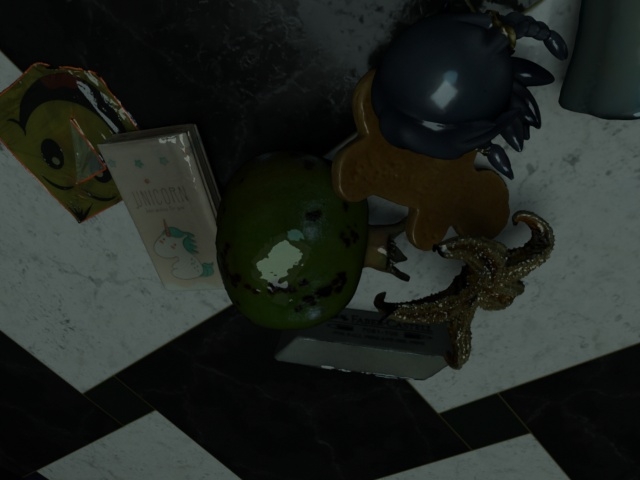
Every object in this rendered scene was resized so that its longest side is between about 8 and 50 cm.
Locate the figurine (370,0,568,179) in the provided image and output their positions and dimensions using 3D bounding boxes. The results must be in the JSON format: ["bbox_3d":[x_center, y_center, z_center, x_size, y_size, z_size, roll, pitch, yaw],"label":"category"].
[{"bbox_3d":[0.188,-0.195,0.632,0.175,0.265,0.197,29,136,36],"label":"figurine"}]

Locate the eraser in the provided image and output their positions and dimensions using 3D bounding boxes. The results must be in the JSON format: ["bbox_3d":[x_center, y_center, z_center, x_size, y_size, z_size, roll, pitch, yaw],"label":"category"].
[{"bbox_3d":[0.086,0.200,0.990,0.353,0.111,0.077,6,124,8],"label":"eraser"}]

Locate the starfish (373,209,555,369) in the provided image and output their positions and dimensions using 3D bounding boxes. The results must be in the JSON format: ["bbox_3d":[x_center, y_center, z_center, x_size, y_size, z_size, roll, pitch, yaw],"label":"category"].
[{"bbox_3d":[0.233,0.082,0.789,0.303,0.113,0.312,-17,136,-19],"label":"starfish"}]

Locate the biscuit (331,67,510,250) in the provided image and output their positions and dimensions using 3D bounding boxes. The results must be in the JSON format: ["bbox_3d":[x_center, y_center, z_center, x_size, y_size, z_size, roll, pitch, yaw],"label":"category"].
[{"bbox_3d":[0.164,-0.095,0.754,0.340,0.047,0.215,20,89,-29],"label":"biscuit"}]

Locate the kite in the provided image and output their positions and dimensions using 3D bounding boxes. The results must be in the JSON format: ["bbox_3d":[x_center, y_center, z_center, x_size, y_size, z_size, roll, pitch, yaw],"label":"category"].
[{"bbox_3d":[-0.465,-0.167,0.930,0.378,0.013,0.327,14,125,2],"label":"kite"}]

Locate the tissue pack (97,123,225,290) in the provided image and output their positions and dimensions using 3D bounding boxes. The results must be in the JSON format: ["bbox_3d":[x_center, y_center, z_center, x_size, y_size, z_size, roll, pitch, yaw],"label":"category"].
[{"bbox_3d":[-0.262,-0.049,0.923,0.170,0.071,0.325,-4,123,15],"label":"tissue pack"}]

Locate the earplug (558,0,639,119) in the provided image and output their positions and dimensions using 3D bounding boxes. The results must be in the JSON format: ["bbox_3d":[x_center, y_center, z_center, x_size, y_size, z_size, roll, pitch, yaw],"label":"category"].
[{"bbox_3d":[0.387,-0.320,0.564,0.185,0.185,0.323,-1,117,13],"label":"earplug"}]

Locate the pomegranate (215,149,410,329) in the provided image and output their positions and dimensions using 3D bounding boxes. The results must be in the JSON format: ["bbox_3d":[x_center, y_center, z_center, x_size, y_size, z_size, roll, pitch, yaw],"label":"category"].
[{"bbox_3d":[-0.012,0.011,0.786,0.324,0.291,0.290,21,124,9],"label":"pomegranate"}]
